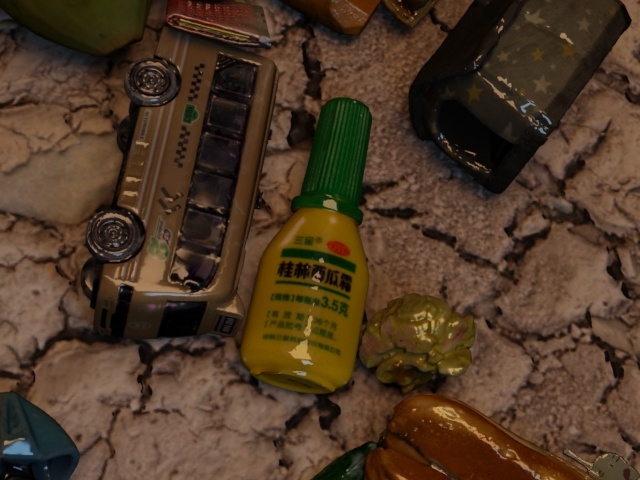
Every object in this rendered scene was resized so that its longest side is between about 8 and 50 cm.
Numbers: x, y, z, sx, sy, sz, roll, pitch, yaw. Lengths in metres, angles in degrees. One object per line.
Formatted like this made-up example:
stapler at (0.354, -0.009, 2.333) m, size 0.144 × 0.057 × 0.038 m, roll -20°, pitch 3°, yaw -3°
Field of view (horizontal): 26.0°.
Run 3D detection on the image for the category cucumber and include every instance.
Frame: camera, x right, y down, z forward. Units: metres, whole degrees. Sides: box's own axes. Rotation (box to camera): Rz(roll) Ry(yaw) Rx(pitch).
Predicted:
cucumber at (0.006, 0.234, 1.301) m, size 0.155 × 0.037 × 0.037 m, roll -35°, pitch 79°, yaw -21°

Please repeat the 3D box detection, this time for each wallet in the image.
wallet at (-0.104, -0.225, 1.398) m, size 0.103 × 0.196 × 0.020 m, roll 11°, pitch 107°, yaw -9°

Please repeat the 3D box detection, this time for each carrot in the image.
carrot at (-0.082, -0.316, 1.492) m, size 0.314 × 0.066 × 0.066 m, roll 30°, pitch 66°, yaw 3°

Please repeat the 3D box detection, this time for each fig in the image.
fig at (-0.260, -0.299, 1.374) m, size 0.207 × 0.207 × 0.230 m, roll -1°, pitch 77°, yaw -12°

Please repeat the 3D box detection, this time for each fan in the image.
fan at (0.276, 0.231, 1.374) m, size 0.083 × 0.004 × 0.056 m, roll 32°, pitch 66°, yaw 2°

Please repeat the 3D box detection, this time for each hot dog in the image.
hot dog at (0.200, 0.267, 1.295) m, size 0.337 × 0.100 × 0.135 m, roll 29°, pitch 73°, yaw 2°

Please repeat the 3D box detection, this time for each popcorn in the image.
popcorn at (0.094, 0.097, 1.344) m, size 0.109 × 0.097 × 0.089 m, roll 9°, pitch 63°, yaw 7°

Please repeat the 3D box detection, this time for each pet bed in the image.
pet bed at (0.192, -0.184, 1.428) m, size 0.159 × 0.183 × 0.211 m, roll 38°, pitch 66°, yaw 3°

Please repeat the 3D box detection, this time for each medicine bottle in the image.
medicine bottle at (0.000, 0.000, 1.374) m, size 0.111 × 0.076 × 0.308 m, roll 14°, pitch 65°, yaw -7°

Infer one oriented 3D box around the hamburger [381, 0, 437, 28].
hamburger at (0.138, -0.365, 1.517) m, size 0.131 × 0.124 × 0.262 m, roll 35°, pitch 60°, yaw 12°

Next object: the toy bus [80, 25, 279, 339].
toy bus at (-0.132, -0.046, 1.334) m, size 0.157 × 0.139 × 0.289 m, roll 13°, pitch 64°, yaw -6°

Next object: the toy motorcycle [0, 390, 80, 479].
toy motorcycle at (-0.321, 0.278, 1.143) m, size 0.232 × 0.172 × 0.416 m, roll 0°, pitch 60°, yaw -5°
